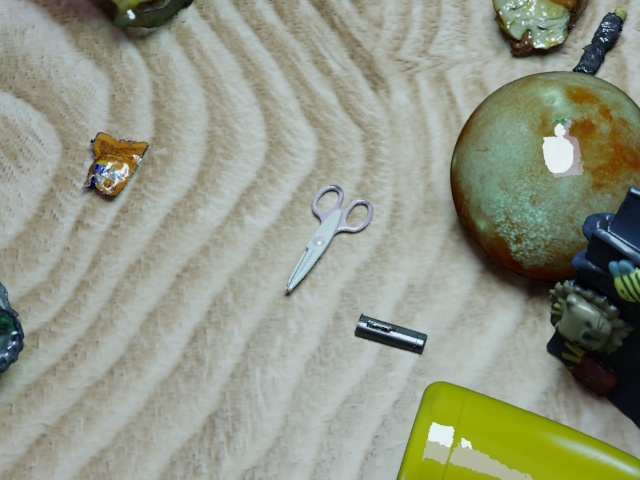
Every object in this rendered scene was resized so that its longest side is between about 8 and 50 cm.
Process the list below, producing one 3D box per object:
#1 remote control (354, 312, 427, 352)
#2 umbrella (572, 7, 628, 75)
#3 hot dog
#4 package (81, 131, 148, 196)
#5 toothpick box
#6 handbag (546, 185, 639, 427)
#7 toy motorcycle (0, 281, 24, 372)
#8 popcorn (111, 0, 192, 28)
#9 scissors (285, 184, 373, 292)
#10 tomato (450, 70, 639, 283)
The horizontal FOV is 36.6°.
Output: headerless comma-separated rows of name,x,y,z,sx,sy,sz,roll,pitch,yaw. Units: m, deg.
remote control,0.089,0.117,1.228,0.091,0.016,0.034,15,58,11
umbrella,0.414,-0.291,1.424,0.037,0.040,0.144,23,63,25
hot dog,0.327,-0.371,1.443,0.146,0.103,0.213,29,74,-6
package,-0.296,-0.109,1.365,0.077,0.033,0.111,6,56,17
toothpick box,0.221,0.272,1.049,0.271,0.175,0.175,17,63,8
handbag,0.397,0.122,1.045,0.329,0.303,0.122,36,66,21
toy motorcycle,-0.500,0.061,1.223,0.188,0.143,0.327,-25,56,-11
popcorn,-0.249,-0.501,1.433,0.348,0.349,0.382,6,92,6
scissors,0.000,0.000,1.294,0.085,0.022,0.176,27,63,13
tomato,0.299,-0.089,1.215,0.270,0.223,0.270,-3,59,4
